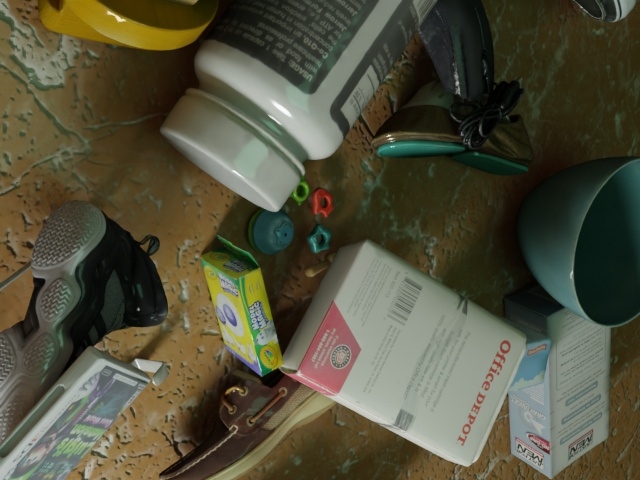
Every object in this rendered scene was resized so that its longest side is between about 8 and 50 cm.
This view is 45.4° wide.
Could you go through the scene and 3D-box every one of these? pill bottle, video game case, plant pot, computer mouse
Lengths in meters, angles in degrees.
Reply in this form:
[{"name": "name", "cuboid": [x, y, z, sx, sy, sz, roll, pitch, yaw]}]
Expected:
[{"name": "pill bottle", "cuboid": [-0.021, -0.229, 0.923, 0.204, 0.204, 0.361, 39, 81, -38]}, {"name": "video game case", "cuboid": [-0.265, 0.197, 0.806, 0.173, 0.022, 0.190, -49, 167, -11]}, {"name": "plant pot", "cuboid": [0.463, -0.015, 1.352, 0.290, 0.195, 0.290, -10, 108, -32]}, {"name": "computer mouse", "cuboid": [0.213, -0.286, 1.102, 0.188, 0.072, 0.272, -43, 108, -42]}]

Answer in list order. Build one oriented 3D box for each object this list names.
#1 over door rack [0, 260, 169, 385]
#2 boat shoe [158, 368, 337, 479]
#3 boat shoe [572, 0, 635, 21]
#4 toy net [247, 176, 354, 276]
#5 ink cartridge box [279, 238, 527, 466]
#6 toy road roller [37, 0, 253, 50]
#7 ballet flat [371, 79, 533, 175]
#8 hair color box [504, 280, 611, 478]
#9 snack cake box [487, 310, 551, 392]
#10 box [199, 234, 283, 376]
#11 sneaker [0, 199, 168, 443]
[{"name": "over door rack", "cuboid": [-0.357, 0.151, 0.891, 0.324, 0.108, 0.240, -39, 126, -37]}, {"name": "boat shoe", "cuboid": [-0.098, 0.241, 1.107, 0.342, 0.123, 0.123, -32, 92, -20]}, {"name": "boat shoe", "cuboid": [0.361, -0.439, 1.199, 0.335, 0.121, 0.119, 35, 92, -28]}, {"name": "toy net", "cuboid": [0.000, 0.000, 1.126, 0.232, 0.045, 0.122, 36, 75, -41]}, {"name": "ink cartridge box", "cuboid": [0.116, 0.159, 1.077, 0.283, 0.117, 0.207, 31, 77, -12]}, {"name": "toy road roller", "cuboid": [-0.198, -0.348, 0.791, 0.202, 0.240, 0.330, 4, 66, -36]}, {"name": "ballet flat", "cuboid": [0.208, -0.178, 1.181, 0.342, 0.116, 0.124, 3, 84, -37]}, {"name": "hair color box", "cuboid": [0.471, 0.258, 1.511, 0.185, 0.113, 0.374, -23, 117, -28]}, {"name": "snack cake box", "cuboid": [0.243, 0.199, 1.299, 0.264, 0.152, 0.089, -5, 109, -34]}, {"name": "box", "cuboid": [-0.108, 0.085, 1.034, 0.043, 0.105, 0.179, -24, 118, -28]}, {"name": "sneaker", "cuboid": [-0.255, 0.101, 0.836, 0.153, 0.101, 0.269, 25, 82, -52]}]
